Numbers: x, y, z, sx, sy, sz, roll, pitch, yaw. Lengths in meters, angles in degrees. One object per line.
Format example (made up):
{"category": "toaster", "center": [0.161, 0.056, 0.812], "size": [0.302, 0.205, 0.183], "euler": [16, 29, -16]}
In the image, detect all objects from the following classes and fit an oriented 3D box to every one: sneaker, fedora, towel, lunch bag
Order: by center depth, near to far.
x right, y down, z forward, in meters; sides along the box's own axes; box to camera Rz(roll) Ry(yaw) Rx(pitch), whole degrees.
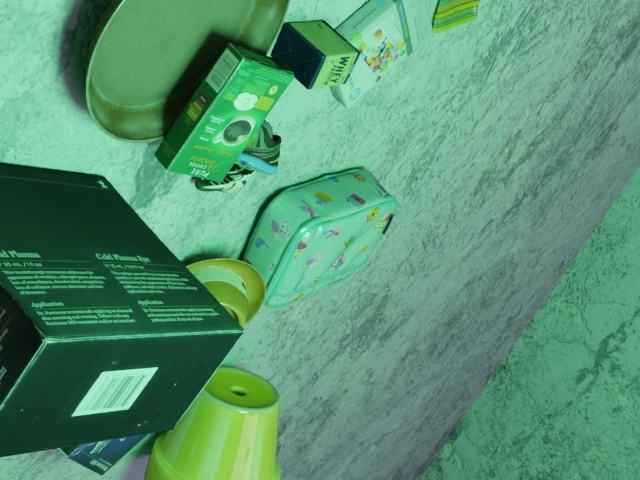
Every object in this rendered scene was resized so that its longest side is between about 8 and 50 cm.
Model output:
{"category": "sneaker", "center": [-0.116, -0.152, 1.586], "size": [0.188, 0.067, 0.078], "euler": [26, 79, -58]}
{"category": "sneaker", "center": [-0.145, -0.085, 1.655], "size": [0.109, 0.040, 0.043], "euler": [-16, 144, -46]}
{"category": "towel", "center": [0.239, -0.433, 1.737], "size": [0.102, 0.021, 0.237], "euler": [-29, 150, -33]}
{"category": "fedora", "center": [-0.172, 0.113, 1.798], "size": [0.194, 0.079, 0.194], "euler": [-11, 139, -10]}
{"category": "lunch bag", "center": [0.000, 0.000, 1.923], "size": [0.279, 0.108, 0.224], "euler": [-18, 144, -44]}

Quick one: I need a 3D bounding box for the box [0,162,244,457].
{"category": "box", "center": [-0.323, 0.071, 1.298], "size": [0.179, 0.312, 0.343], "euler": [-53, 153, 18]}

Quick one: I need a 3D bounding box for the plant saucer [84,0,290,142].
{"category": "plant saucer", "center": [-0.166, -0.253, 1.344], "size": [0.310, 0.050, 0.310], "euler": [-38, 157, -20]}

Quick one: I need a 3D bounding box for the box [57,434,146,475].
{"category": "box", "center": [-0.338, 0.265, 1.810], "size": [0.207, 0.108, 0.153], "euler": [-43, 155, -6]}

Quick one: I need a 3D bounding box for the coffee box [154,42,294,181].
{"category": "coffee box", "center": [-0.126, -0.163, 1.445], "size": [0.113, 0.040, 0.184], "euler": [7, 125, -55]}

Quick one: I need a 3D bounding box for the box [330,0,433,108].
{"category": "box", "center": [0.086, -0.304, 1.679], "size": [0.186, 0.038, 0.145], "euler": [-40, 154, -8]}

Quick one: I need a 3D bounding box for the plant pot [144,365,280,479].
{"category": "plant pot", "center": [-0.183, 0.379, 2.087], "size": [0.254, 0.254, 0.239], "euler": [-7, 120, -53]}

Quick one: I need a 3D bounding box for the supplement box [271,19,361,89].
{"category": "supplement box", "center": [-0.006, -0.260, 1.549], "size": [0.083, 0.083, 0.056], "euler": [-17, 144, -47]}
